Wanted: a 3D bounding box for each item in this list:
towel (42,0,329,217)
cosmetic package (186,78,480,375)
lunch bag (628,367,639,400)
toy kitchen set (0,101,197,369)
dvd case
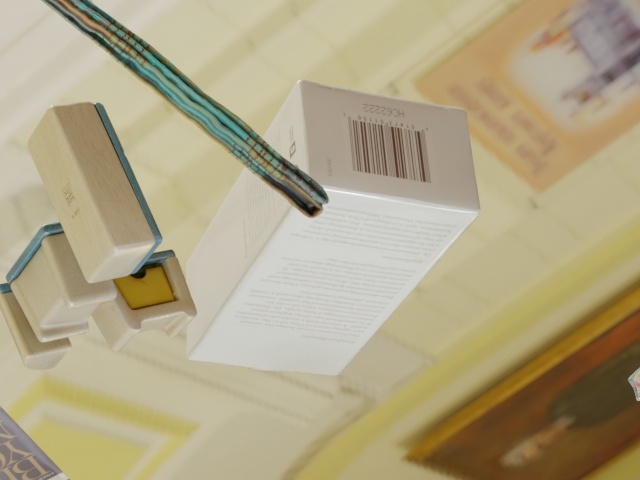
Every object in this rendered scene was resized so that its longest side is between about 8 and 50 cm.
[{"bbox_3d":[-0.150,-0.161,1.423,0.370,0.040,0.271,39,-178,-11],"label":"towel"},{"bbox_3d":[0.000,0.000,1.988,0.230,0.453,0.161,9,-124,-21],"label":"cosmetic package"},{"bbox_3d":[0.515,0.206,2.307,0.071,0.083,0.053,12,-137,-33],"label":"lunch bag"},{"bbox_3d":[-0.153,-0.007,1.194,0.166,0.207,0.122,-12,-112,-39],"label":"toy kitchen set"},{"bbox_3d":[-0.376,0.229,1.573,0.221,0.164,0.018,36,140,41],"label":"dvd case"}]
